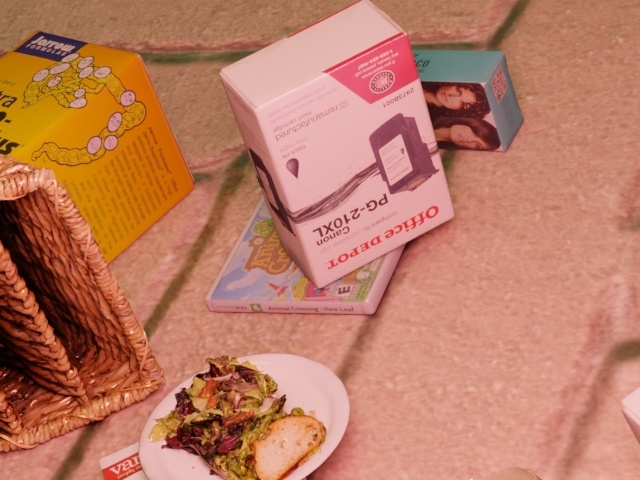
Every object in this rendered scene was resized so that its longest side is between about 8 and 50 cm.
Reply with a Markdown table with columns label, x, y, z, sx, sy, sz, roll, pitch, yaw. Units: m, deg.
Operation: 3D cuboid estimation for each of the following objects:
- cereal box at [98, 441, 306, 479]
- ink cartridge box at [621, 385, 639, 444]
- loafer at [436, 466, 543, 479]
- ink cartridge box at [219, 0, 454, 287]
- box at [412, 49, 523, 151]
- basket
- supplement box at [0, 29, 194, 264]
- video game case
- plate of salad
| label | x | y | z | sx | sy | sz | roll | pitch | yaw |
| --- | --- | --- | --- | --- | --- | --- | --- | --- | --- |
| cereal box | -0.092 | 0.247 | 1.504 | 0.173 | 0.047 | 0.240 | -24 | 36 | -7 |
| ink cartridge box | 0.408 | 0.131 | 1.323 | 0.273 | 0.114 | 0.197 | -35 | 36 | -6 |
| loafer | 0.082 | 0.257 | 1.374 | 0.269 | 0.102 | 0.092 | -12 | 35 | -4 |
| ink cartridge box | 0.022 | -0.095 | 1.690 | 0.172 | 0.237 | 0.100 | -28 | 39 | -11 |
| box | 0.099 | -0.160 | 1.891 | 0.244 | 0.100 | 0.060 | 5 | 45 | 31 |
| basket | -0.335 | 0.073 | 1.633 | 0.223 | 0.299 | 0.213 | 20 | 52 | 42 |
| supplement box | -0.351 | -0.051 | 1.889 | 0.194 | 0.195 | 0.356 | 17 | 50 | 40 |
| video game case | 0.000 | 0.000 | 1.798 | 0.193 | 0.023 | 0.212 | 0 | 41 | 26 |
| plate of salad | -0.073 | 0.162 | 1.527 | 0.200 | 0.048 | 0.200 | -11 | 36 | 8 |
